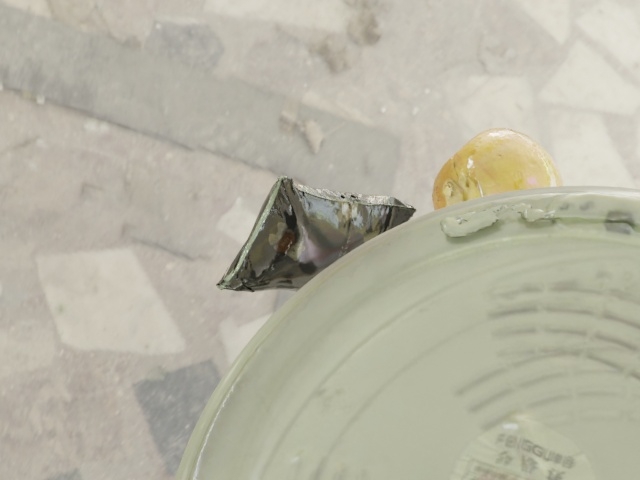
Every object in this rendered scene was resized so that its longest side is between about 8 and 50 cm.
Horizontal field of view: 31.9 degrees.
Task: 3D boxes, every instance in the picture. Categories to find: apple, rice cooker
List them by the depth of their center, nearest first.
[{"bbox_3d":[0.125,0.175,0.495,0.335,0.325,0.335,-11,54,15],"label":"rice cooker"},{"bbox_3d":[0.188,-0.055,1.213,0.146,0.146,0.146,6,68,-16],"label":"apple"}]

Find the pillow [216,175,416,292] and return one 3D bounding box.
[{"bbox_3d":[-0.001,0.000,0.808,0.150,0.048,0.090,5,105,-49],"label":"pillow"}]
